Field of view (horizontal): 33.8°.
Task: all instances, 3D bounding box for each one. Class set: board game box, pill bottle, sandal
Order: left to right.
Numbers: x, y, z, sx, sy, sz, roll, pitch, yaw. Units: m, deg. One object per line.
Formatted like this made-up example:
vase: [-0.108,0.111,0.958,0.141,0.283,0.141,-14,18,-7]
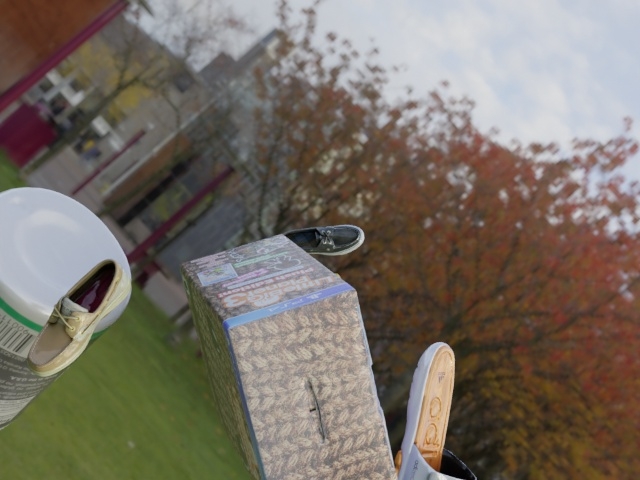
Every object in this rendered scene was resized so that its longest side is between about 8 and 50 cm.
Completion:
pill bottle: [-0.412,0.115,1.297,0.204,0.361,0.204,33,34,-26]
board game box: [-0.046,0.146,1.222,0.291,0.141,0.232,-146,-138,-69]
sandal: [0.135,0.250,1.186,0.076,0.265,0.102,8,-1,34]

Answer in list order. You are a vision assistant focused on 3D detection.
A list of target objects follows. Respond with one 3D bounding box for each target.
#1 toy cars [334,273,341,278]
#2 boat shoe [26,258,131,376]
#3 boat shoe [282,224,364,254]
toy cars: [-0.004,0.252,1.655,0.176,0.087,0.393,-11,97,-64]
boat shoe: [-0.241,0.071,1.029,0.050,0.135,0.045,26,-27,19]
boat shoe: [0.000,0.000,1.726,0.040,0.142,0.049,51,33,-74]
